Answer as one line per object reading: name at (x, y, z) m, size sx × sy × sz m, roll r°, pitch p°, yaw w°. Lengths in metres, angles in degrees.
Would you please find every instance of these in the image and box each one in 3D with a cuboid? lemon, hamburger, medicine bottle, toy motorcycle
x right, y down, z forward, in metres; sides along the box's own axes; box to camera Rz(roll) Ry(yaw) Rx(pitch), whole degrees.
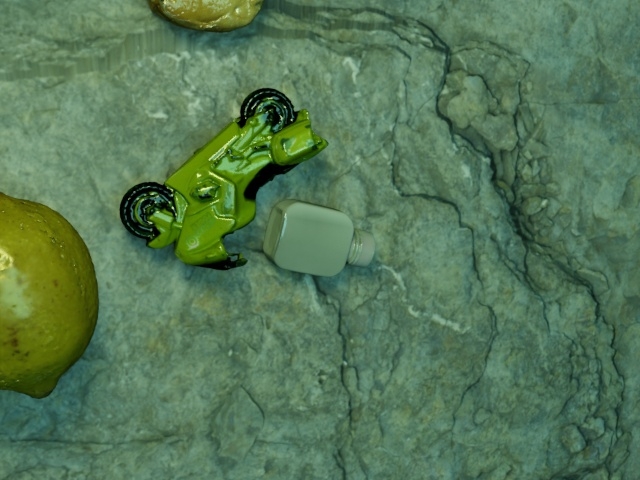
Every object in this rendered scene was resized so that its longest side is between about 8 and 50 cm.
lemon at (-0.450, 0.082, 1.498) m, size 0.258 × 0.258 × 0.310 m, roll -19°, pitch 102°, yaw -19°
hamburger at (-0.171, -0.424, 1.592) m, size 0.214 × 0.108 × 0.213 m, roll -4°, pitch 102°, yaw -22°
medicine bottle at (0.000, 0.000, 1.781) m, size 0.183 × 0.069 × 0.119 m, roll 11°, pitch 96°, yaw -24°
toy motorcycle at (-0.139, -0.083, 1.664) m, size 0.342 × 0.142 × 0.206 m, roll -41°, pitch 115°, yaw -9°
